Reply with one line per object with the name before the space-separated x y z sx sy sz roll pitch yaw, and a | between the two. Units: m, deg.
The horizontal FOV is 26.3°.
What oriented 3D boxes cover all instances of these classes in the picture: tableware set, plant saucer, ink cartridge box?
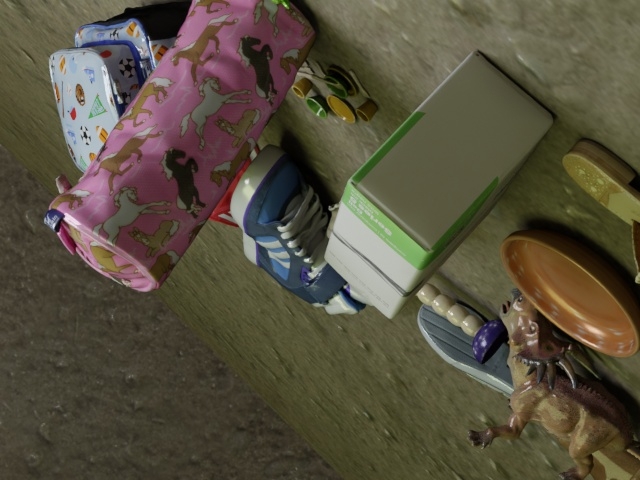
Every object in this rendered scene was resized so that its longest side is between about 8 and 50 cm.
tableware set | 0.014 -0.177 1.704 0.154 0.024 0.104 21 153 52
plant saucer | 0.297 0.055 1.593 0.200 0.037 0.200 40 164 13
ink cartridge box | 0.117 -0.050 1.463 0.115 0.198 0.273 41 163 7

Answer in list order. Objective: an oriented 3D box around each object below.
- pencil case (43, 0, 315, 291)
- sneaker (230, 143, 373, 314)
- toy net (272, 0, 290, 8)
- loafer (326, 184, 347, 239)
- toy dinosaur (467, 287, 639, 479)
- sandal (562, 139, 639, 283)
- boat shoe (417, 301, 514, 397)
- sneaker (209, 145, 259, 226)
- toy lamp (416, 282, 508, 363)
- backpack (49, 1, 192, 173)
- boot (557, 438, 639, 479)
pencil case | -0.160 -0.133 1.597 0.167 0.386 0.160 36 167 -11
sneaker | 0.000 0.001 2.038 0.236 0.130 0.323 31 158 14
toy net | -0.106 -0.357 1.508 0.232 0.045 0.122 45 175 4
loafer | 0.069 -0.037 1.813 0.102 0.092 0.268 5 -176 -10
toy dinosaur | 0.330 0.211 1.793 0.296 0.127 0.200 30 130 -12
sandal | 0.320 0.005 1.332 0.240 0.079 0.088 39 164 13
boat shoe | 0.232 0.171 1.959 0.226 0.083 0.076 38 162 16
sneaker | -0.158 -0.106 2.105 0.087 0.128 0.221 20 152 54
toy lamp | 0.139 0.067 1.931 0.275 0.080 0.080 38 163 18
backpack | -0.233 -0.178 1.866 0.276 0.213 0.263 14 125 61
boot | 0.438 0.371 1.926 0.305 0.115 0.112 42 166 9
